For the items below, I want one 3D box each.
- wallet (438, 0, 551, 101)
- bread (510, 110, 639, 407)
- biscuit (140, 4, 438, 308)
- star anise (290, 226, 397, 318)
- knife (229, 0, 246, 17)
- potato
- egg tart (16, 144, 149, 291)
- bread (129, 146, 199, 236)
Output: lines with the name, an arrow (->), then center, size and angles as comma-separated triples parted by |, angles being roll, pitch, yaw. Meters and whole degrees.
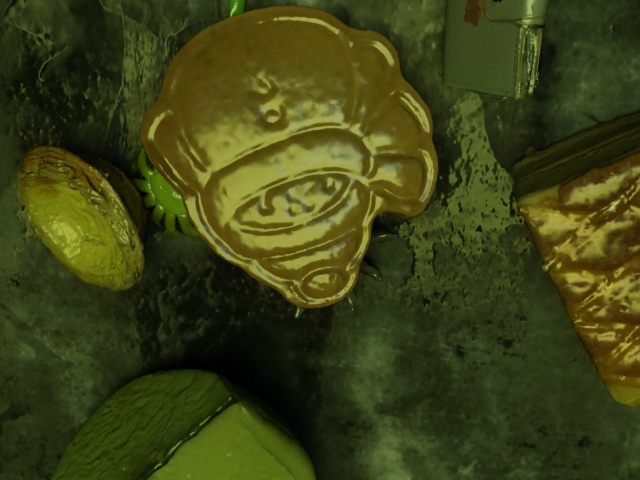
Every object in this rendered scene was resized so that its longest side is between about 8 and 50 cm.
wallet -> 0.196, -0.273, 1.030 | 0.069, 0.170, 0.231 | -6, 108, -27
bread -> 0.384, 0.002, 1.045 | 0.279, 0.207, 0.279 | -22, 103, 12
biscuit -> -0.026, -0.105, 1.103 | 0.312, 0.057, 0.351 | -31, 92, 4
star anise -> 0.000, 0.000, 1.171 | 0.180, 0.061, 0.204 | 9, 106, -2
knife -> -0.102, -0.278, 1.127 | 0.078, 0.022, 0.166 | 2, 107, -9
potato -> -0.156, 0.322, 1.238 | 0.330, 0.213, 0.280 | -40, 115, 7
egg tart -> -0.281, -0.034, 1.161 | 0.212, 0.090, 0.212 | 29, 142, 25
bread -> -0.169, -0.069, 1.174 | 0.130, 0.071, 0.139 | -36, 98, 20
